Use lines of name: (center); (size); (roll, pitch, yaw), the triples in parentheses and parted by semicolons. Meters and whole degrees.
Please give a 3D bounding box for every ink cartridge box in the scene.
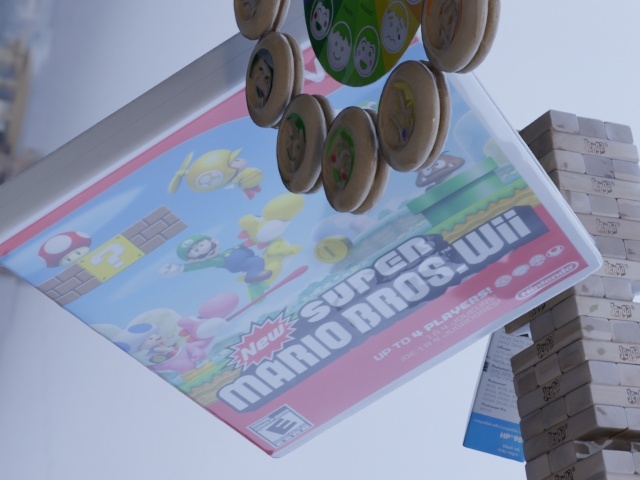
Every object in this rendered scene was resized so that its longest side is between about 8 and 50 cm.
ink cartridge box: (0.180, 0.096, 1.660); (0.104, 0.060, 0.180); (-56, 160, -75)

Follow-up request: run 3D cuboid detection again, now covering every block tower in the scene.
block tower: (0.200, 0.060, 1.395); (0.097, 0.091, 0.335); (-37, -127, 49)

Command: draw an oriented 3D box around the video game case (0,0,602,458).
video game case: (0.000, 0.000, 0.846); (0.204, 0.285, 0.025); (-31, -124, 9)

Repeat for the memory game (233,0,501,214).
memory game: (0.013, -0.101, 0.633); (0.186, 0.012, 0.186); (-16, -108, 61)
